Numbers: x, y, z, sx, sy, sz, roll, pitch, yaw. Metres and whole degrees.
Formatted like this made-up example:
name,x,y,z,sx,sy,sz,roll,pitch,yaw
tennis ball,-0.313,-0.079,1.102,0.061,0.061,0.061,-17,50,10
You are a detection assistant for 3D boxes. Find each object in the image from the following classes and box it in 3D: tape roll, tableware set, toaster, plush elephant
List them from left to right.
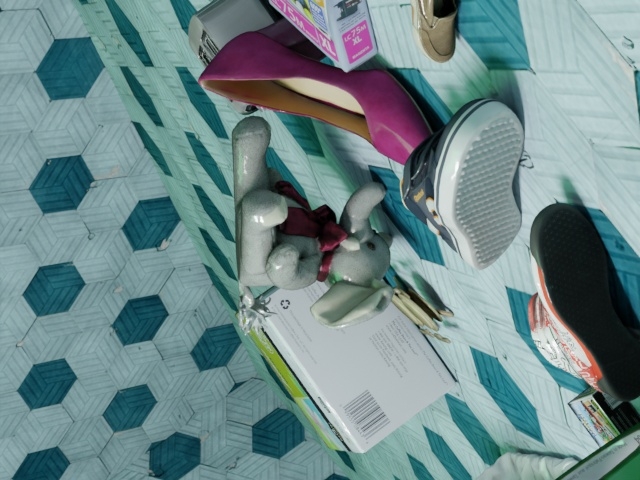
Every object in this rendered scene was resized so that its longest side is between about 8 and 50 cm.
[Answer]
name,x,y,z,sx,sy,sz,roll,pitch,yaw
toaster,-0.113,-0.294,2.099,0.186,0.110,0.168,55,167,2
plush elephant,0.000,0.000,2.142,0.272,0.255,0.330,-105,14,-60
tableware set,0.159,0.105,2.293,0.128,0.039,0.194,45,175,-7
tape roll,0.310,0.307,1.587,0.077,0.321,0.321,53,168,7

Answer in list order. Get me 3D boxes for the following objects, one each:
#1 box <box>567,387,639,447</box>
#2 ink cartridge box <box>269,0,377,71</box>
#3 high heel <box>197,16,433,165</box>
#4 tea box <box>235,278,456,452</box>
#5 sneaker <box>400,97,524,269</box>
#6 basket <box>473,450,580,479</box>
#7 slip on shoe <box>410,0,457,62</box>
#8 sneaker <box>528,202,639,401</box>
name,x,y,z,sx,sy,sz,roll,pitch,yaw
box,0.410,0.280,1.803,0.207,0.036,0.114,54,168,7
ink cartridge box,-0.028,-0.368,1.707,0.186,0.065,0.311,46,163,34
high heel,0.000,-0.164,1.841,0.377,0.181,0.127,44,164,41
tea box,0.036,0.197,2.565,0.329,0.220,0.323,55,168,0
sneaker,0.155,-0.080,1.615,0.127,0.126,0.321,43,165,24
basket,0.312,0.537,2.197,0.266,0.328,0.331,52,167,-3
slip on shoe,0.127,-0.243,1.488,0.041,0.051,0.135,28,147,40
sneaker,0.277,0.063,1.610,0.270,0.090,0.145,58,165,-25
